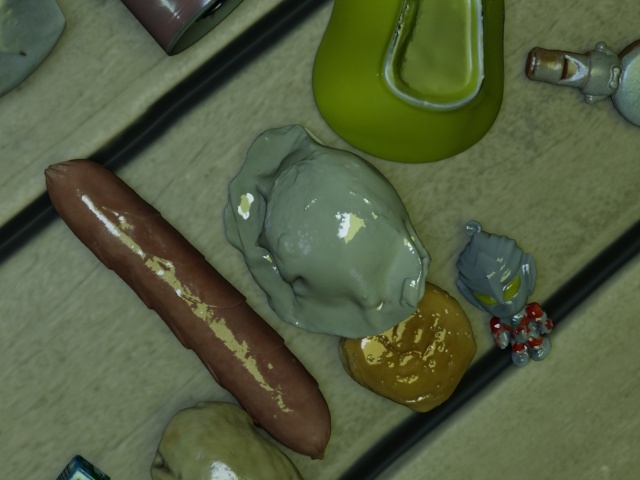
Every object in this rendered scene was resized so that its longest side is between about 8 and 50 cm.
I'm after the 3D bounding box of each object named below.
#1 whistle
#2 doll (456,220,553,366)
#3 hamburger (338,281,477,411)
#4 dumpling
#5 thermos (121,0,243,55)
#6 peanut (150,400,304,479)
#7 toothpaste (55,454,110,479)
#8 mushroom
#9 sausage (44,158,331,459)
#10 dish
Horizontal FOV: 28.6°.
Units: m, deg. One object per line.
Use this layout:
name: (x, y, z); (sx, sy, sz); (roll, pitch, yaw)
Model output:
whistle: (0.343, -0.186, 1.436); (0.220, 0.057, 0.107); (7, 104, -7)
doll: (0.207, 0.059, 1.411); (0.094, 0.079, 0.180); (-21, 104, 22)
hamburger: (0.096, 0.110, 1.381); (0.147, 0.083, 0.138); (32, 82, -14)
dumpling: (0.000, 0.000, 1.328); (0.258, 0.147, 0.193); (41, 105, 17)
thermos: (-0.199, -0.324, 1.282); (0.265, 0.146, 0.176); (46, 109, -2)
peanut: (-0.078, 0.338, 1.321); (0.174, 0.158, 0.340); (-1, 88, 18)
toothpaste: (-0.320, 0.347, 1.313); (0.050, 0.065, 0.267); (40, 84, -14)
mushroom: (-0.383, -0.178, 1.262); (0.270, 0.103, 0.118); (-29, 98, -4)
sausage: (-0.129, 0.073, 1.332); (0.088, 0.088, 0.433); (-44, 101, -7)
dish: (0.116, -0.215, 1.359); (0.221, 0.108, 0.263); (9, 91, -13)
